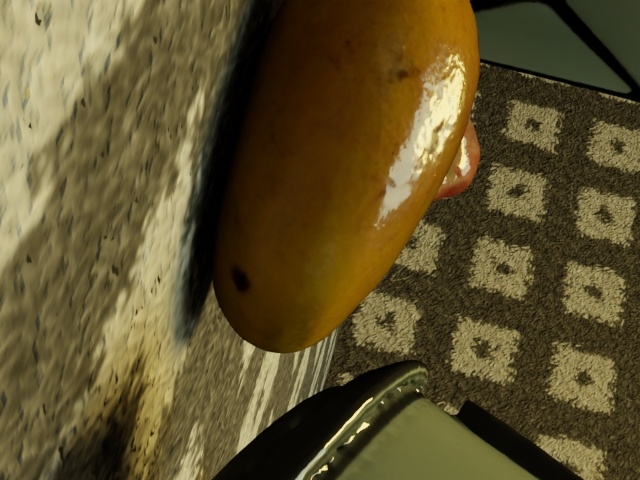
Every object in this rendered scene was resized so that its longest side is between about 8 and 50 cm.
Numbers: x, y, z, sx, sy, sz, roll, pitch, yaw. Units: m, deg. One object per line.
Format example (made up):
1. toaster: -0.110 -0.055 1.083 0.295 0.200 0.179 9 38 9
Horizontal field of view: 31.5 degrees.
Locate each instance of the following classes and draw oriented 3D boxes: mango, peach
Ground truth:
1. mango: 0.007 -0.039 0.466 0.115 0.090 0.178 140 -26 -83
2. peach: 0.096 -0.105 1.286 0.152 0.152 0.152 15 90 -86

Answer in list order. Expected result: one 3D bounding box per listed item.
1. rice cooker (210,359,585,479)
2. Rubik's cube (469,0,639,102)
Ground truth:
1. rice cooker: 0.016 0.175 0.382 0.241 0.227 0.280 -52 165 -13
2. Rubik's cube: 0.173 -0.266 0.754 0.248 0.250 0.246 101 6 -73
